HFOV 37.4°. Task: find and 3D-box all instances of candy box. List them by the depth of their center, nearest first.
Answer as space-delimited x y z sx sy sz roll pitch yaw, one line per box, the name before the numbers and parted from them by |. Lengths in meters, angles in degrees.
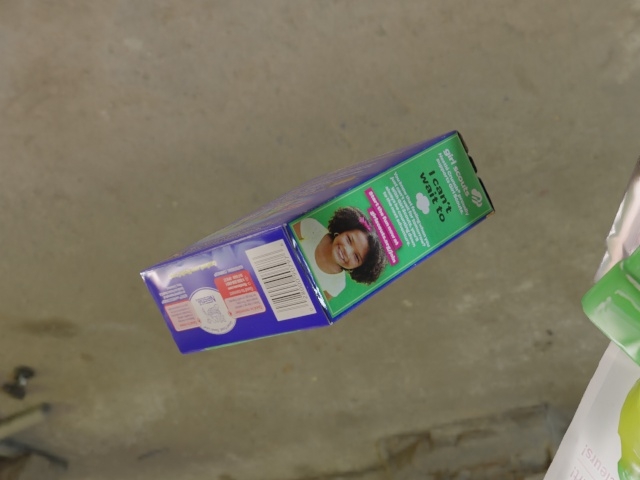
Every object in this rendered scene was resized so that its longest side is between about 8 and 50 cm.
candy box | 0.000 0.000 1.097 0.268 0.317 0.122 -16 102 47

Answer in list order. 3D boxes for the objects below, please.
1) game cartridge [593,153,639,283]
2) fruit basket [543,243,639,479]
game cartridge | 0.413 -0.023 0.953 0.068 0.230 0.355 -15 137 -23
fruit basket | 0.175 0.140 0.333 0.166 0.327 0.353 12 115 -26
